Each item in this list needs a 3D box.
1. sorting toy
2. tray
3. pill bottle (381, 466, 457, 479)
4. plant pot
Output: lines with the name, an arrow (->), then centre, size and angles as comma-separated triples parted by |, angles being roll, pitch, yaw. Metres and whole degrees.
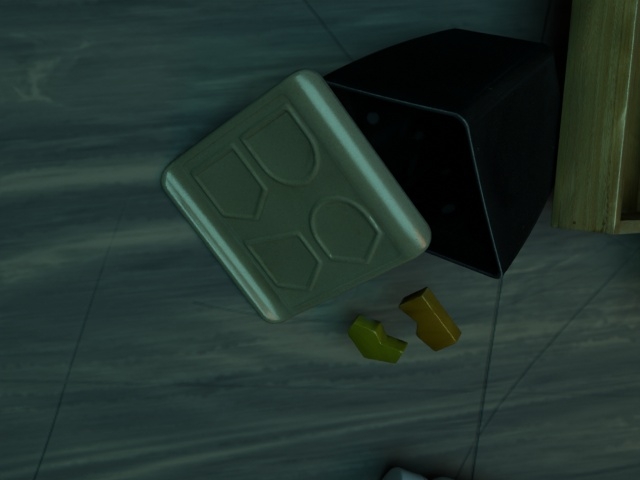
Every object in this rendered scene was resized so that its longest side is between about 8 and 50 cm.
sorting toy -> 0.000, 0.000, 0.964 | 0.229, 0.041, 0.307 | -30, 102, 37
tray -> 0.325, -0.216, 0.951 | 0.203, 0.076, 0.411 | -3, 100, -50
pill bottle -> 0.160, 0.330, 1.028 | 0.208, 0.119, 0.119 | 23, 94, -8
plant pot -> 0.136, -0.107, 0.924 | 0.167, 0.187, 0.188 | -42, 131, -25
